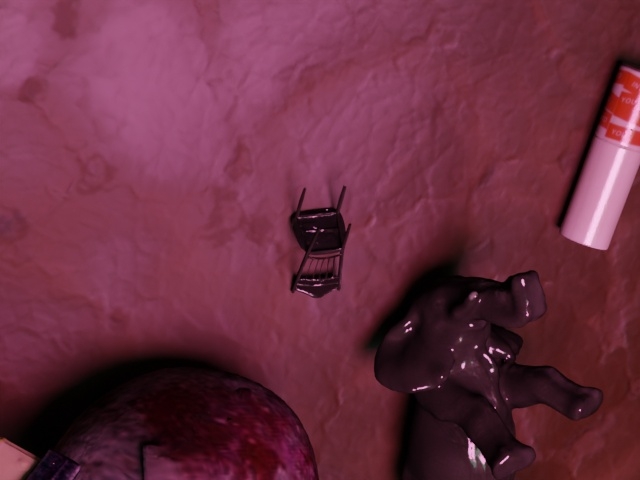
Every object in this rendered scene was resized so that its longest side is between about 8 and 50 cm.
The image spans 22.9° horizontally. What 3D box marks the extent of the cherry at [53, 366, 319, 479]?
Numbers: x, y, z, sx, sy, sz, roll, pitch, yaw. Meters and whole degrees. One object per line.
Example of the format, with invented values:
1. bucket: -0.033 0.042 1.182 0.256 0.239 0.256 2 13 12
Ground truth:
1. cherry: -0.097 0.182 1.044 0.195 0.195 0.195 -5 109 -15

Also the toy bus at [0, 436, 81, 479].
1. toy bus: -0.277 0.232 0.964 0.179 0.143 0.305 29 132 3

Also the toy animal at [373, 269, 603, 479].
1. toy animal: 0.109 0.124 1.101 0.114 0.146 0.245 -1 112 -36

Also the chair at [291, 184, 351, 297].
1. chair: 0.000 -0.001 1.092 0.037 0.042 0.086 -4 144 -14

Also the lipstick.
1. lipstick: 0.210 -0.060 1.128 0.038 0.038 0.131 14 104 -20
